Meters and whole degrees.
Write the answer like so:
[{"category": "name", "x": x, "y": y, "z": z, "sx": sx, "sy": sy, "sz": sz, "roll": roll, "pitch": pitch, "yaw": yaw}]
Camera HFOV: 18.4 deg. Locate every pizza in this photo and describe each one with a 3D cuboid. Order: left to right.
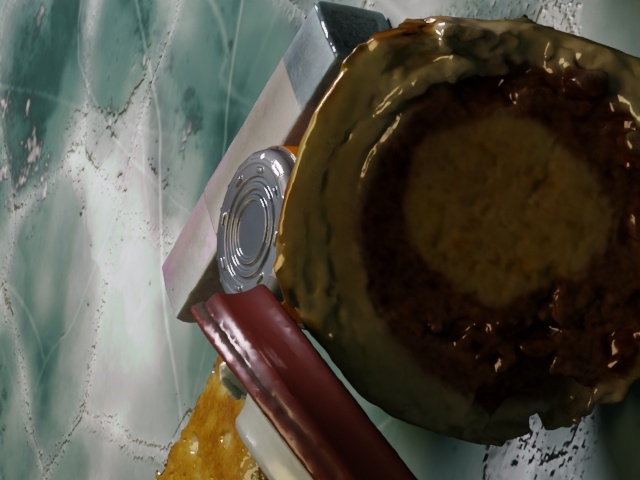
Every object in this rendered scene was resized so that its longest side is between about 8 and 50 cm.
[{"category": "pizza", "x": -0.077, "y": 0.209, "z": 1.634, "sx": 0.197, "sy": 0.058, "sz": 0.292, "roll": -11, "pitch": 72, "yaw": 61}]

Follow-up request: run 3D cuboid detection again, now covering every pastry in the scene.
[{"category": "pastry", "x": 0.096, "y": -0.018, "z": 1.226, "sx": 0.170, "sy": 0.237, "sz": 0.256, "roll": -81, "pitch": 6, "yaw": -71}]

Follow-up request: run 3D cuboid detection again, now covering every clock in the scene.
[{"category": "clock", "x": 0.021, "y": 0.163, "z": 1.250, "sx": 0.080, "sy": 0.318, "sz": 0.318, "roll": -37, "pitch": 37, "yaw": -3}]

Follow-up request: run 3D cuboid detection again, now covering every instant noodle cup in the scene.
[{"category": "instant noodle cup", "x": 0.000, "y": 0.000, "z": 1.476, "sx": 0.208, "sy": 0.125, "sz": 0.177, "roll": -63, "pitch": 35, "yaw": 31}]

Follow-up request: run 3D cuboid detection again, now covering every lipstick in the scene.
[{"category": "lipstick", "x": -0.037, "y": -0.055, "z": 1.616, "sx": 0.317, "sy": 0.066, "sz": 0.068, "roll": -57, "pitch": 39, "yaw": 38}]
